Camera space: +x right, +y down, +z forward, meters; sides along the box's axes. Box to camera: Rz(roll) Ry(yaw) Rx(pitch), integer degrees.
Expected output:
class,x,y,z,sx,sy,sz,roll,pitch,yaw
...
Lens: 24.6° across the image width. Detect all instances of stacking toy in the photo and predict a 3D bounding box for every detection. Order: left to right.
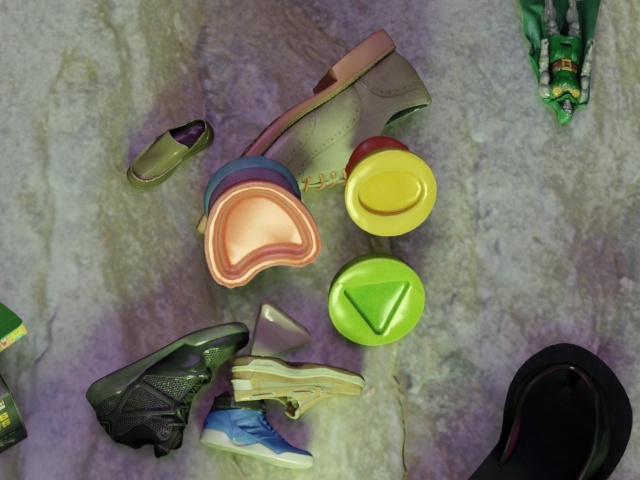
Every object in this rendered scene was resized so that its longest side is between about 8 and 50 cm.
class,x,y,z,sx,sy,sz,roll,pitch,yaw
stacking toy,0.000,0.000,1.974,0.308,0.280,0.130,-9,26,-4

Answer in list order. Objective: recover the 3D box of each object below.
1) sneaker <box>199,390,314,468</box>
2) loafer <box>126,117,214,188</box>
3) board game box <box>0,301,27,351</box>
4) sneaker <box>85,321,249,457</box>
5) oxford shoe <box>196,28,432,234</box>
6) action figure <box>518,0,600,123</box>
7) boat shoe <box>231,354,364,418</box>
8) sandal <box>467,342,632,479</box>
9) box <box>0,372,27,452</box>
class,x,y,z,sx,sy,sz,roll,pitch,yaw
sneaker,-0.074,0.241,1.908,0.152,0.058,0.085,13,72,11
loafer,-0.215,-0.130,2.087,0.148,0.050,0.056,-41,72,-20
board game box,-0.470,0.111,1.878,0.124,0.039,0.259,-37,28,-19
sneaker,-0.178,0.199,1.904,0.227,0.087,0.130,-28,73,-5
oxford shoe,-0.004,-0.123,2.052,0.397,0.140,0.146,-44,92,-12
action figure,0.362,-0.278,2.189,0.137,0.063,0.232,3,67,-5
boat shoe,-0.030,0.197,1.911,0.190,0.068,0.072,9,73,-24
sandal,0.287,0.249,1.806,0.167,0.107,0.446,23,37,13
box,-0.483,0.253,1.811,0.231,0.183,0.056,-30,70,-17
